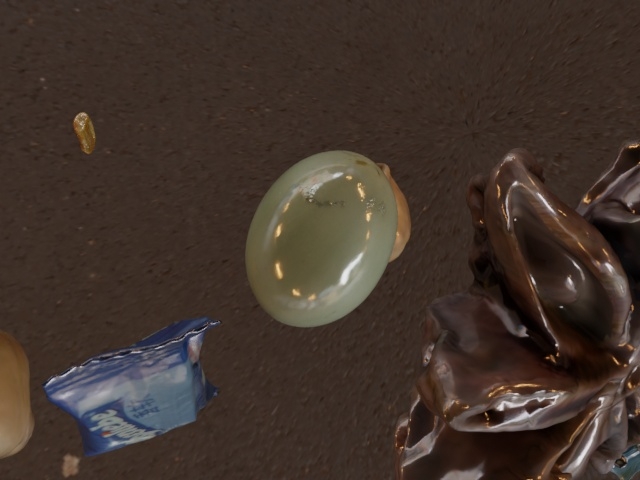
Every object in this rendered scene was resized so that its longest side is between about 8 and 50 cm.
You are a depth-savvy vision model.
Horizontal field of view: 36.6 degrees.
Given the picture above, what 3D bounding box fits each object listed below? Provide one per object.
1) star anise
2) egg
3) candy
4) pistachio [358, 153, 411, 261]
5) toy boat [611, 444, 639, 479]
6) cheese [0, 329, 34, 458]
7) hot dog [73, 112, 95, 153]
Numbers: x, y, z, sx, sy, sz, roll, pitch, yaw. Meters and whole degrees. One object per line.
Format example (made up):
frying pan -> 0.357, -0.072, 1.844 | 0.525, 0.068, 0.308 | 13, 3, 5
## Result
star anise -> 0.111, 0.032, 0.393 | 0.089, 0.231, 0.209 | 47, 111, 29
egg -> 0.000, 0.000, 1.381 | 0.203, 0.203, 0.282 | 31, 122, 4
candy -> -0.192, 0.169, 1.063 | 0.187, 0.331, 0.077 | -22, 68, -13
pistachio -> 0.059, -0.053, 1.793 | 0.193, 0.318, 0.214 | 19, 101, -16
toy boat -> 0.583, 0.334, 1.735 | 0.238, 0.109, 0.098 | -38, 79, -10
cheese -> -0.355, 0.135, 0.797 | 0.218, 0.235, 0.117 | -14, 72, 24
hot dog -> -0.385, -0.178, 1.576 | 0.028, 0.137, 0.044 | 14, 79, -3
